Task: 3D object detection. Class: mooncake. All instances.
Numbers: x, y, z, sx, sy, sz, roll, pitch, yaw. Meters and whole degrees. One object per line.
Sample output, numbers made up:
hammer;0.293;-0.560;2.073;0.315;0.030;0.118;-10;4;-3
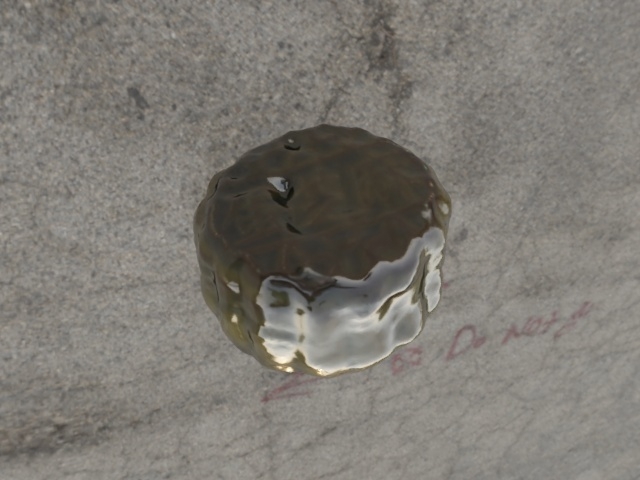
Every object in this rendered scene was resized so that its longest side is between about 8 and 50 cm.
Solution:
mooncake;0.000;0.000;0.655;0.290;0.290;0.161;-21;140;-15
